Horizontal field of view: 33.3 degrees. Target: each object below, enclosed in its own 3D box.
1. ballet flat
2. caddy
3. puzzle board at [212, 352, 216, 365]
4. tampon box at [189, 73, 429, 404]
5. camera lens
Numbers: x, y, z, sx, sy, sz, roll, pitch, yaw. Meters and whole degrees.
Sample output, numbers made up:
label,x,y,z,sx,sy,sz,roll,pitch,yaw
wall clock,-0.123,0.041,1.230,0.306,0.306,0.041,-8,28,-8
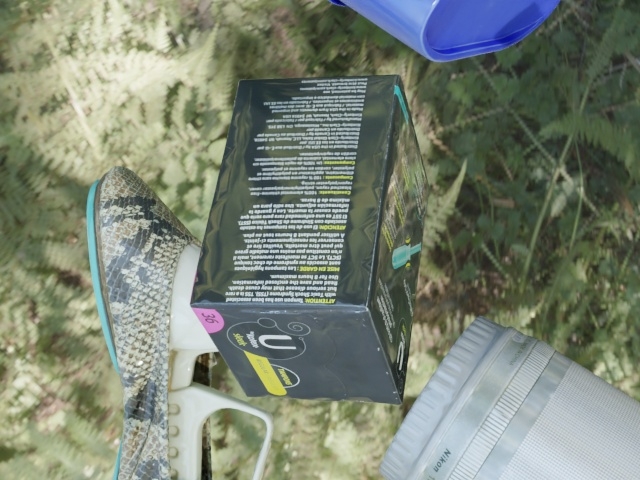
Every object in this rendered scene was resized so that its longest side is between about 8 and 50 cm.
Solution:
label,x,y,z,sx,sy,sz,roll,pitch,yaw
ballet flat,-0.134,0.162,1.101,0.182,0.164,0.483,-2,89,16
caddy,0.130,-0.313,1.007,0.179,0.341,0.241,40,124,21
puzzle board,-0.177,0.111,1.260,0.096,0.011,0.128,-32,62,20
tampon box,0.000,0.000,0.638,0.101,0.161,0.120,0,147,15
camera lens,0.226,0.231,1.086,0.274,0.219,0.219,33,114,14
